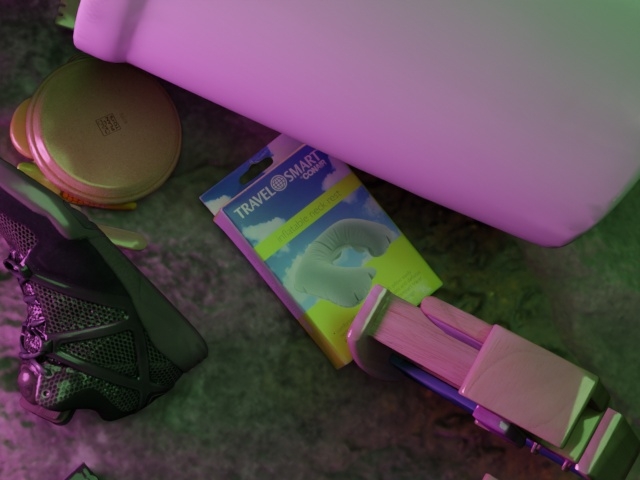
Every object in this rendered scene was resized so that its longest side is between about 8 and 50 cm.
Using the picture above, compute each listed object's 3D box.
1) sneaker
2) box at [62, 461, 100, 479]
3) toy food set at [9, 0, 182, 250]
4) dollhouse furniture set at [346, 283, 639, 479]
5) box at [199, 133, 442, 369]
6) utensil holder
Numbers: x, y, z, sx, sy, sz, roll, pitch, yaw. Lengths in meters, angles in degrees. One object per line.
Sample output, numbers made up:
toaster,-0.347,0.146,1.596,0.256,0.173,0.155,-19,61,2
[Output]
sneaker,-0.195,0.047,0.929,0.130,0.087,0.227,-45,117,-13
box,-0.205,0.296,0.917,0.233,0.044,0.159,-42,89,-17
toy food set,-0.175,-0.087,1.019,0.132,0.038,0.192,18,69,-14
dollhouse furniture set,0.050,0.206,0.881,0.198,0.286,0.303,27,83,25
box,0.000,0.000,1.027,0.109,0.042,0.178,-39,88,-17
utensil holder,0.063,-0.205,0.945,0.386,0.327,0.327,25,74,-8
